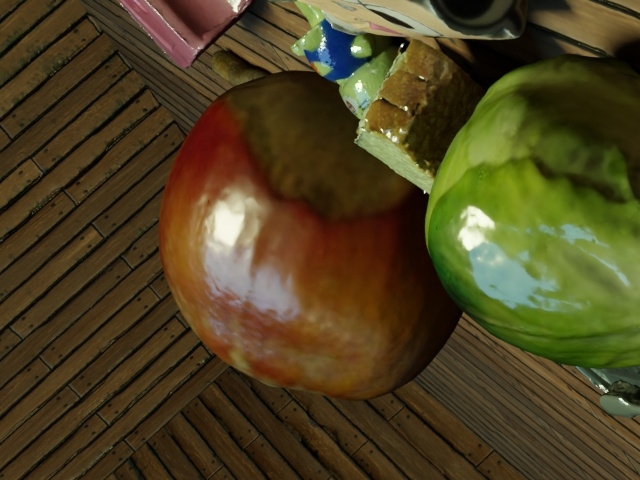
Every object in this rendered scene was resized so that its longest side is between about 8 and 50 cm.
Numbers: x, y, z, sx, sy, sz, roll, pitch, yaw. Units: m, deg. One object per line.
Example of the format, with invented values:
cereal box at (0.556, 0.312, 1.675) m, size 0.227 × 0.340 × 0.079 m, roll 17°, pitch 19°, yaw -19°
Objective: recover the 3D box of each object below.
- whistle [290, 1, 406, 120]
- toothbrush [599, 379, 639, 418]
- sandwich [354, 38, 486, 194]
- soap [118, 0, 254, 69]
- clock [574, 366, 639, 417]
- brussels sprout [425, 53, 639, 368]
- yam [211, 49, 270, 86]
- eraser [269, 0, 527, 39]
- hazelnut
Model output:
whistle at (0.027, -0.196, 1.518) m, size 0.227 × 0.085 × 0.105 m, roll 49°, pitch 169°, yaw -7°
toothbrush at (0.353, 0.148, 1.328) m, size 0.030 × 0.030 × 0.297 m, roll 49°, pitch 157°, yaw -22°
sandwich at (0.094, -0.098, 1.316) m, size 0.288 × 0.099 × 0.254 m, roll 31°, pitch -173°, yaw -46°
soap at (-0.246, -0.398, 1.951) m, size 0.359 × 0.128 × 0.233 m, roll 47°, pitch 173°, yaw -7°
clock at (0.286, 0.083, 1.496) m, size 0.280 × 0.055 × 0.280 m, roll 42°, pitch 169°, yaw 10°
brussels sprout at (0.193, -0.015, 1.027) m, size 0.219 × 0.210 × 0.271 m, roll 46°, pitch 160°, yaw -30°
yam at (-0.091, -0.232, 2.276) m, size 0.045 × 0.045 × 0.327 m, roll 25°, pitch -174°, yaw -31°
eraser at (0.041, -0.214, 1.190) m, size 0.171 × 0.087 × 0.290 m, roll 24°, pitch -179°, yaw -18°
hazelnut at (0.004, -0.008, 1.679) m, size 0.366 × 0.366 × 0.366 m, roll 47°, pitch 174°, yaw 7°
